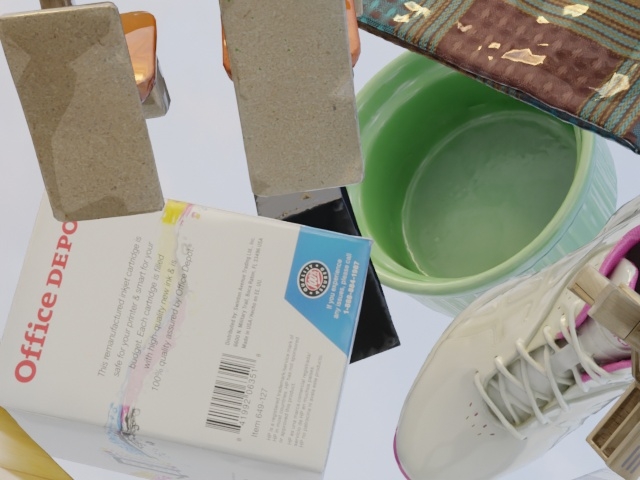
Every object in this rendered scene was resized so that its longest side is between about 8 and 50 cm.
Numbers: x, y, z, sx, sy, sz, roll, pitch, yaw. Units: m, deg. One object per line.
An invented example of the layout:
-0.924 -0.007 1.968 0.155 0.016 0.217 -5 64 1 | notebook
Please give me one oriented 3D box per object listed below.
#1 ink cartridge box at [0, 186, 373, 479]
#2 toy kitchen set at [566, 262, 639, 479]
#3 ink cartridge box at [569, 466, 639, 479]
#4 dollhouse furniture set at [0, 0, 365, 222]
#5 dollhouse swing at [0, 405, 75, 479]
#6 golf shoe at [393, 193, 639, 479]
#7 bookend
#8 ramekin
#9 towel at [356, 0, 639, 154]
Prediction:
-0.096 0.079 1.072 0.232 0.171 0.168 12 -20 2 | ink cartridge box
0.147 0.071 0.716 0.083 0.075 0.068 35 8 -24 | toy kitchen set
0.398 0.250 1.385 0.309 0.271 0.130 129 -56 -83 | ink cartridge box
-0.107 -0.145 0.591 0.135 0.259 0.262 82 2 -45 | dollhouse furniture set
-0.145 0.228 0.325 0.305 0.347 0.315 29 -2 30 | dollhouse swing
0.163 0.063 0.978 0.115 0.306 0.140 49 11 4 | golf shoe
0.000 0.000 1.285 0.157 0.072 0.156 -104 173 -58 | bookend
0.168 -0.060 1.597 0.303 0.303 0.148 33 -4 37 | ramekin
0.203 -0.261 1.017 0.271 0.370 0.040 29 -10 32 | towel
